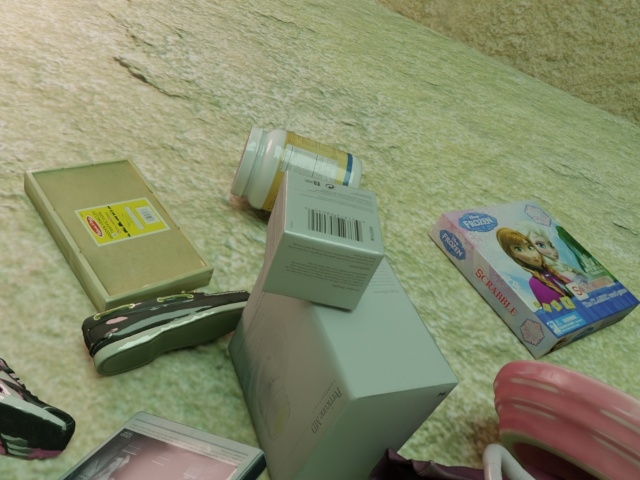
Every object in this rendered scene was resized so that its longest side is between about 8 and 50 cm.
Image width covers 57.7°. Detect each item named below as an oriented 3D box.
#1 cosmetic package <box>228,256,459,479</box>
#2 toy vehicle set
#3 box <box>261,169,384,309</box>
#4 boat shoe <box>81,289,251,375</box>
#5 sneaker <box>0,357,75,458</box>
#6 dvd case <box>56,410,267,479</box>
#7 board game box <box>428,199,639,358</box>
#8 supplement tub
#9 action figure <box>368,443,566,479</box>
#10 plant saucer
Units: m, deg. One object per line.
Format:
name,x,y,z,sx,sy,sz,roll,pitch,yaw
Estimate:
cosmetic package,0.007,0.143,0.684,0.138,0.224,0.224,-1,45,-31
toy vehicle set,-0.295,-0.018,0.846,0.166,0.035,0.267,-17,55,-42
box,0.000,0.000,0.590,0.101,0.087,0.102,13,40,-12
boat shoe,-0.182,0.098,0.741,0.228,0.081,0.068,-14,58,-38
sneaker,-0.334,0.156,0.599,0.178,0.072,0.077,27,27,-9
dvd case,-0.188,0.255,0.523,0.179,0.029,0.239,4,26,32
board game box,0.428,0.055,1.163,0.319,0.066,0.318,-10,51,-38
supplement tub,-0.043,-0.108,1.011,0.200,0.144,0.144,18,39,-11
action figure,0.227,0.295,0.596,0.370,0.275,0.248,16,38,-21
plant saucer,0.348,0.279,0.703,0.332,0.332,0.084,37,74,12
